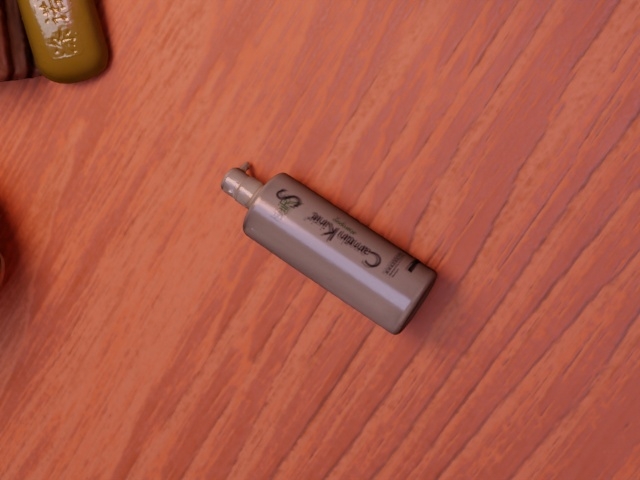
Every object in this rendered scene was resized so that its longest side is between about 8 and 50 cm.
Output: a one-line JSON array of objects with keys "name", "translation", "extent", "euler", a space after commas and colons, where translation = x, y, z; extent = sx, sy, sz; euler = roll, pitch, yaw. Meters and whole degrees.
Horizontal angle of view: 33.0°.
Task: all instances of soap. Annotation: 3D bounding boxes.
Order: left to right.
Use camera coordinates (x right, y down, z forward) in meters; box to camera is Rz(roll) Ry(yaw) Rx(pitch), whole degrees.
[{"name": "soap", "translation": [-0.302, -0.253, 1.262], "extent": [0.088, 0.045, 0.140], "euler": [-13, 109, -1]}]

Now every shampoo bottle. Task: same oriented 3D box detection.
[{"name": "shampoo bottle", "translation": [0.000, 0.000, 1.199], "extent": [0.262, 0.085, 0.085], "euler": [34, 109, 11]}]

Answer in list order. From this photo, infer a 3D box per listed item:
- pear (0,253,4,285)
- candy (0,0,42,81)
[{"name": "pear", "translation": [-0.522, 0.017, 1.294], "extent": [0.271, 0.271, 0.271], "euler": [3, 101, 18]}, {"name": "candy", "translation": [-0.504, -0.267, 1.298], "extent": [0.320, 0.135, 0.180], "euler": [-1, 101, 20]}]
